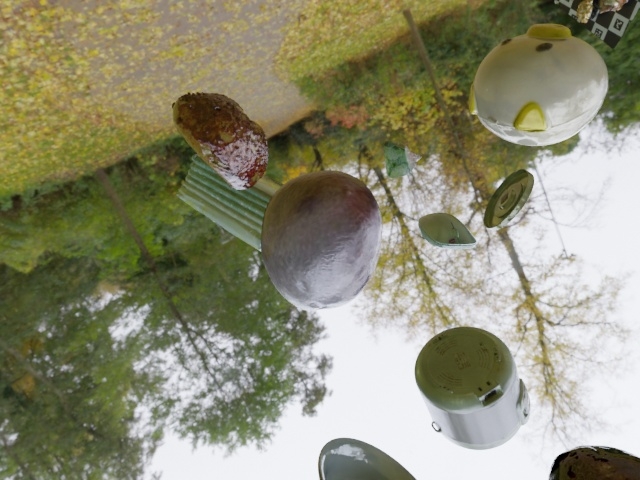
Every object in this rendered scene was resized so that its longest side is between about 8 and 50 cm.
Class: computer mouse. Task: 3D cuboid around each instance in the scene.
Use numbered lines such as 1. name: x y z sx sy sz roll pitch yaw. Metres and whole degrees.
1. computer mouse: 0.444 -0.044 1.649 0.159 0.097 0.288 2 -167 -5

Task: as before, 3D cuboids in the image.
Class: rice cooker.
1. rice cooker: 0.425 0.414 1.306 0.288 0.277 0.288 -19 -146 14

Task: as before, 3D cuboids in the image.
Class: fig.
1. fig: 0.556 0.456 0.837 0.249 0.186 0.204 -39 -134 15

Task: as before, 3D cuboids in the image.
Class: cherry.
1. cherry: 0.000 0.000 0.733 0.183 0.213 0.266 -11 161 -24

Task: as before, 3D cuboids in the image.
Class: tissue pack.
1. tissue pack: -0.164 -0.093 1.273 0.388 0.162 0.287 30 -168 37

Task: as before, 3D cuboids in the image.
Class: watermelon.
1. watermelon: 0.290 -0.267 1.595 0.097 0.121 0.158 11 -177 38

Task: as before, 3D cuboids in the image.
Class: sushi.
1. sushi: 0.609 -0.553 1.030 0.040 0.210 0.193 -22 153 -11

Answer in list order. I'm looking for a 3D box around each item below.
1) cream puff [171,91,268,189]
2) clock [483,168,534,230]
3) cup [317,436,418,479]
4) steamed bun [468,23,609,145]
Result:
1. cream puff: -0.125 -0.138 0.609 0.084 0.149 0.149 -42 -166 -2
2. clock: 0.651 -0.142 1.620 0.235 0.029 0.235 -59 -175 9
3. cup: 0.105 0.636 1.048 0.163 0.347 0.347 -58 -173 11
4. steamed bun: 0.627 -0.443 1.357 0.333 0.334 0.374 -26 -147 -12
